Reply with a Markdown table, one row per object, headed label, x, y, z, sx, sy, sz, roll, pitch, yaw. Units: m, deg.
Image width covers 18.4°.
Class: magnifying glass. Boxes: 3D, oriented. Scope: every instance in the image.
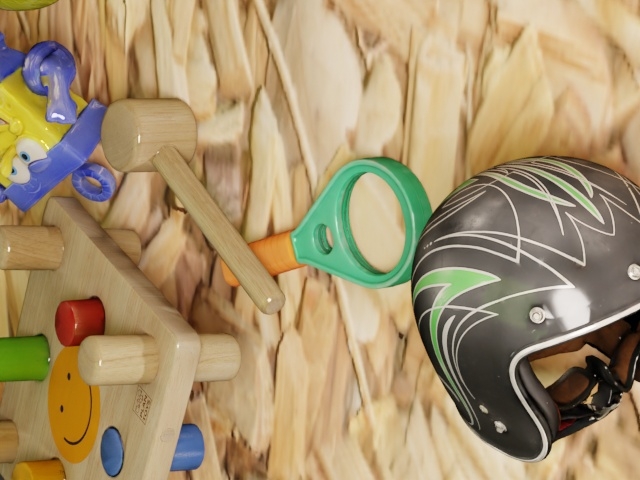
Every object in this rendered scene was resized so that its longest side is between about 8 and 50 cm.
| label | x | y | z | sx | sy | sz | roll | pitch | yaw |
| --- | --- | --- | --- | --- | --- | --- | --- | --- | --- |
| magnifying glass | 0.000 | 0.000 | 1.425 | 0.231 | 0.026 | 0.092 | -18 | 86 | 53 |

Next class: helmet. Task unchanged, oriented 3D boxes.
| label | x | y | z | sx | sy | sz | roll | pitch | yaw |
| --- | --- | --- | --- | --- | --- | --- | --- | --- | --- |
| helmet | 0.133 | 0.029 | 1.151 | 0.169 | 0.169 | 0.161 | 31 | 140 | 43 |

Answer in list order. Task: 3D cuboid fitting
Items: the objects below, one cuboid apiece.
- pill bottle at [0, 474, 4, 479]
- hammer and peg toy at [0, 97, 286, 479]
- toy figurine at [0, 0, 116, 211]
| label | x | y | z | sx | sy | sz | roll | pitch | yaw |
| --- | --- | --- | --- | --- | --- | --- | --- | --- | --- |
| pill bottle | -0.281 | 0.304 | 1.718 | 0.363 | 0.210 | 0.210 | 23 | 118 | 46 |
| hammer and peg toy | -0.169 | 0.083 | 1.527 | 0.266 | 0.127 | 0.361 | 44 | 125 | 49 |
| toy figurine | -0.224 | -0.135 | 1.625 | 0.217 | 0.191 | 0.362 | 47 | 134 | -10 |
